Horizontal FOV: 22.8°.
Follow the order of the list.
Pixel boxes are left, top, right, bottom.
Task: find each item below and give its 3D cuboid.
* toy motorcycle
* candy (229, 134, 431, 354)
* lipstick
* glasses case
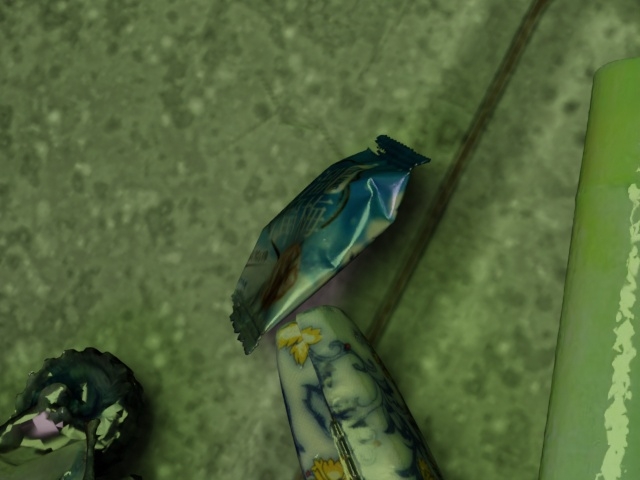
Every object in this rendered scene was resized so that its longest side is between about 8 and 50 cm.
[{"bbox_3d":[-0.185,0.182,0.825,0.204,0.108,0.239,-11,45,11],"label":"toy motorcycle"},{"bbox_3d":[0.000,0.000,0.839,0.136,0.038,0.088,-47,21,0],"label":"candy"},{"bbox_3d":[0.147,0.063,0.761,0.076,0.076,0.304,4,75,20],"label":"lipstick"},{"bbox_3d":[0.038,0.148,0.766,0.065,0.087,0.248,-25,69,5],"label":"glasses case"}]
